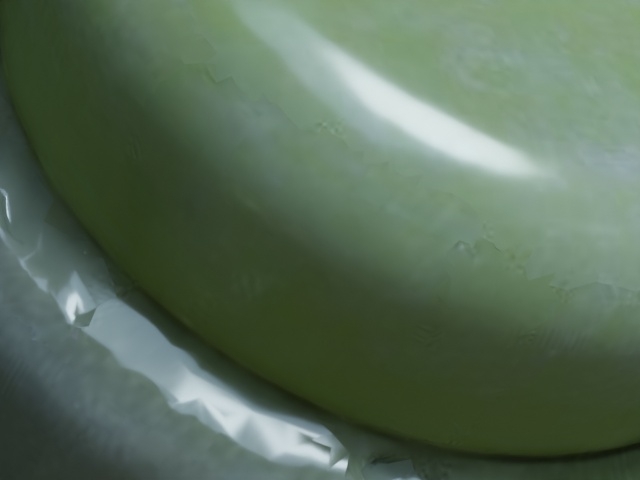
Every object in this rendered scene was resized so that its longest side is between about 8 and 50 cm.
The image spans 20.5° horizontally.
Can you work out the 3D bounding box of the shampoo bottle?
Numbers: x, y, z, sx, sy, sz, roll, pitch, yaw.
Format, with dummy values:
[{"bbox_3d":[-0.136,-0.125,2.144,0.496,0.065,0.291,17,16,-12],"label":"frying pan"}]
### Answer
[{"bbox_3d":[0.000,0.000,0.599,0.322,0.317,0.322,16,47,-18],"label":"shampoo bottle"}]
